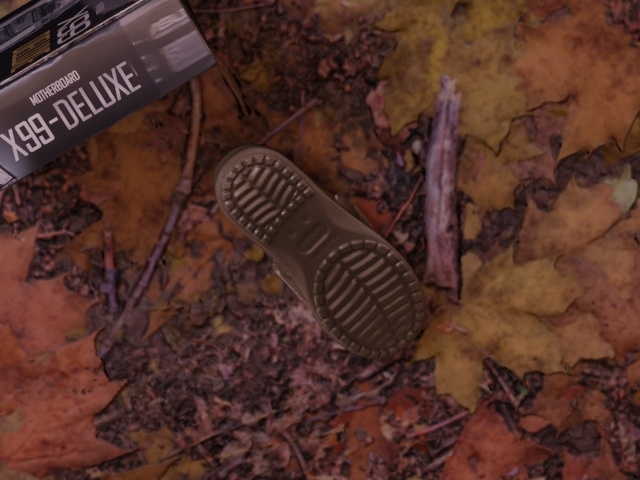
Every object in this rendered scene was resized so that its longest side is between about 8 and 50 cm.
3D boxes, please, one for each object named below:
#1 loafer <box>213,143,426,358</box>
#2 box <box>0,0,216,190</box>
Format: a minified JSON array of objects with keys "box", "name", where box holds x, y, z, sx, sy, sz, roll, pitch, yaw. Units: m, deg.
[{"box":[0.000,0.000,1.759,0.102,0.092,0.268,-38,119,5],"name":"loafer"},{"box":[-0.217,-0.143,1.590,0.242,0.307,0.076,-30,108,2],"name":"box"}]
